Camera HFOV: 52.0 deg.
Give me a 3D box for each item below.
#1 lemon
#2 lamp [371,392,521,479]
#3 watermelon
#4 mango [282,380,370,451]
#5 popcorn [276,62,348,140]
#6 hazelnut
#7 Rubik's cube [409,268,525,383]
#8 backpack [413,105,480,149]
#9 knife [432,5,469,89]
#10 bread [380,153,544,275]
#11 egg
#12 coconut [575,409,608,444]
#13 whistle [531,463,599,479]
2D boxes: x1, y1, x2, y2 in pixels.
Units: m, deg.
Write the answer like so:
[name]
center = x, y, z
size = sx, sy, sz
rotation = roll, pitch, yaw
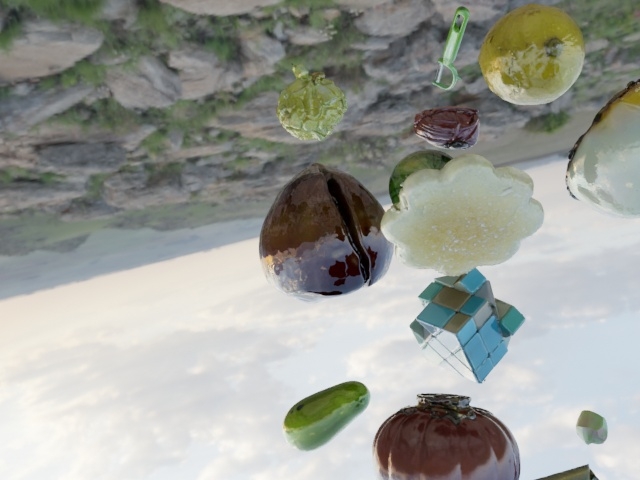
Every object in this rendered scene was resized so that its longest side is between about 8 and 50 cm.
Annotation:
[lemon]
center = 0.534, -0.468, 1.667
size = 0.261, 0.260, 0.284
rotation = -15, -152, -19
[lamp]
center = 0.256, 0.448, 1.350
size = 0.304, 0.256, 0.303
rotation = 0, 171, 0
[watermelon]
center = 0.260, -0.126, 1.597
size = 0.188, 0.187, 0.214
rotation = -14, 171, -2
[mango]
center = 0.019, 0.487, 1.846
size = 0.293, 0.143, 0.175
rotation = -37, 169, 19
[popcorn]
center = -0.021, -0.271, 1.324
size = 0.142, 0.162, 0.136
rotation = 26, -139, 26
[hazelnut]
center = 0.000, 0.000, 1.850
size = 0.403, 0.401, 0.429
rotation = -14, -178, -3
[Rubik's cube]
center = 0.361, 0.201, 1.578
size = 0.213, 0.265, 0.224
rotation = -43, -146, -23
[backpack]
center = 0.418, -0.388, 2.204
size = 0.230, 0.138, 0.229
rotation = 2, -156, -1
[knife]
center = 0.236, -0.329, 1.150
size = 0.015, 0.054, 0.212
rotation = -50, 166, -18
[bread]
center = 0.266, -0.032, 1.241
size = 0.316, 0.316, 0.054
rotation = -14, -134, 12
[egg]
center = 0.640, -0.166, 1.293
size = 0.264, 0.286, 0.174
rotation = 12, -155, -44
[coconut]
center = 0.688, 0.478, 1.662
size = 0.083, 0.082, 0.081
rotation = -33, -152, 61
[whistle]
center = 0.494, 0.579, 1.494
size = 0.327, 0.057, 0.068
rotation = -8, -146, -14
